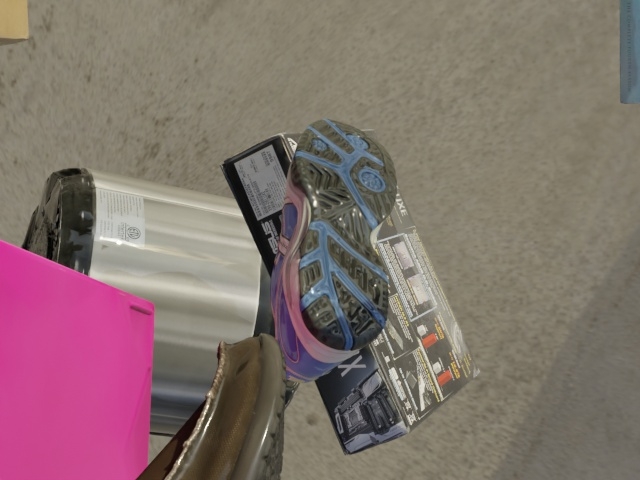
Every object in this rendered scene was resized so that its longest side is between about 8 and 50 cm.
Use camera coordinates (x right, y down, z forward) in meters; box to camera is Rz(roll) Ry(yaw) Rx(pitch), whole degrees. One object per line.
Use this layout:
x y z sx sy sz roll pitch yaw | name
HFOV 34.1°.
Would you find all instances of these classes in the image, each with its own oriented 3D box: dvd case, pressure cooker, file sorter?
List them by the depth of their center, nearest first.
0.175 -0.116 0.520 0.119 0.013 0.087 -20 109 -53 | dvd case
-0.230 0.114 0.573 0.182 0.290 0.202 -2 78 12 | file sorter
-0.219 0.105 1.524 0.421 0.375 0.369 10 85 -24 | pressure cooker

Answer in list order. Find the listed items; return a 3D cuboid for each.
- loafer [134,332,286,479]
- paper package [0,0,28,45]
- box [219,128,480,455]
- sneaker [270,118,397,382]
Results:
-0.067 0.129 0.473 0.078 0.080 0.220 11 47 6 | loafer
-0.526 -0.403 1.350 0.168 0.325 0.309 1 101 7 | paper package
0.042 0.036 1.077 0.077 0.242 0.307 -25 87 25 | box
0.000 0.000 0.697 0.080 0.081 0.211 23 45 -13 | sneaker
